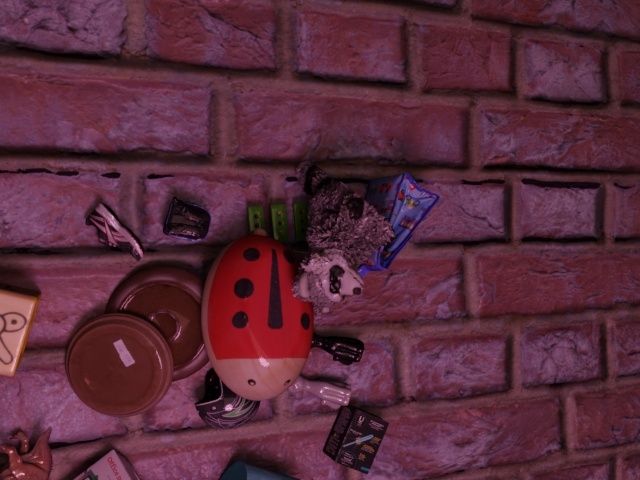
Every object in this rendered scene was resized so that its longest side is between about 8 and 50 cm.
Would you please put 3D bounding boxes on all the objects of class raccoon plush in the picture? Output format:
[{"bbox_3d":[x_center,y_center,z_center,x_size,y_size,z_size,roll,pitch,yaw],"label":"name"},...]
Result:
[{"bbox_3d":[0.000,0.000,1.670,0.216,0.446,0.299,40,91,-32],"label":"raccoon plush"}]

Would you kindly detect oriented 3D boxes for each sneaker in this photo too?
[{"bbox_3d":[-0.533,-0.011,1.618,0.077,0.072,0.178,-41,96,-4],"label":"sneaker"}]

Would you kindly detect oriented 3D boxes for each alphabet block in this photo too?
[{"bbox_3d":[-0.780,0.191,1.449,0.197,0.193,0.192,18,85,-20],"label":"alphabet block"}]

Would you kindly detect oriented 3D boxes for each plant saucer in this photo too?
[{"bbox_3d":[-0.513,0.321,1.580,0.278,0.041,0.277,0,97,1],"label":"plant saucer"},{"bbox_3d":[-0.411,0.221,1.630,0.311,0.050,0.310,0,91,-8],"label":"plant saucer"}]

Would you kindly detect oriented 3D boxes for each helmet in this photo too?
[{"bbox_3d":[-0.245,0.424,1.671,0.169,0.169,0.161,19,67,-20],"label":"helmet"}]

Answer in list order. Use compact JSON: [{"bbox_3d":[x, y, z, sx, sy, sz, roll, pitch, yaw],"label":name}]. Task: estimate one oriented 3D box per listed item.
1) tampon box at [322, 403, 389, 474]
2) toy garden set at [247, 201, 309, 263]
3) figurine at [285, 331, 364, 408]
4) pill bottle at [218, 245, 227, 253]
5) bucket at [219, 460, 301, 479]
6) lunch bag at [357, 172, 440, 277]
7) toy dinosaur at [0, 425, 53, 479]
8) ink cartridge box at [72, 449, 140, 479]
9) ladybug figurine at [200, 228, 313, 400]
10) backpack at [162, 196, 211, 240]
[{"bbox_3d":[0.103,0.578,1.835,0.120,0.101,0.161,28,80,-19],"label":"tampon box"},{"bbox_3d":[-0.087,-0.003,1.792,0.244,0.049,0.203,-5,90,-22],"label":"toy garden set"},{"bbox_3d":[-0.005,0.367,1.811,0.210,0.092,0.214,18,85,-12],"label":"figurine"},{"bbox_3d":[-0.245,0.056,1.731,0.043,0.043,0.083,-43,105,-16],"label":"pill bottle"},{"bbox_3d":[-0.181,0.730,1.643,0.183,0.281,0.281,31,79,-16],"label":"bucket"},{"bbox_3d":[0.176,-0.030,1.797,0.138,0.221,0.293,32,79,-18],"label":"lunch bag"},{"bbox_3d":[-0.723,0.588,1.494,0.200,0.127,0.295,46,71,-4],"label":"toy dinosaur"},{"bbox_3d":[-0.554,0.655,1.546,0.219,0.160,0.092,-37,141,-17],"label":"ink cartridge box"},{"bbox_3d":[-0.148,0.180,1.610,0.305,0.162,0.449,1,74,-26],"label":"ladybug figurine"},{"bbox_3d":[-0.354,-0.050,1.668,0.114,0.084,0.105,16,83,-16],"label":"backpack"}]
